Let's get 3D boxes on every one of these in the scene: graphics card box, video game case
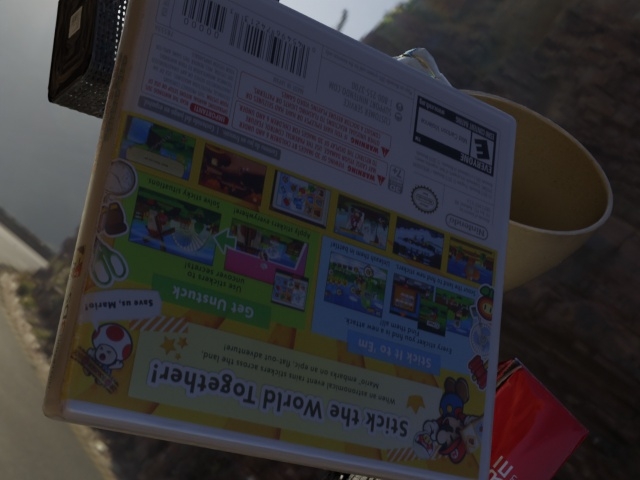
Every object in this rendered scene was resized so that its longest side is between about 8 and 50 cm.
[{"bbox_3d":[0.072,0.233,0.874,0.094,0.233,0.371,44,-16,1],"label":"graphics card box"},{"bbox_3d":[0.000,0.000,0.450,0.227,0.206,0.026,19,-20,-32],"label":"video game case"}]

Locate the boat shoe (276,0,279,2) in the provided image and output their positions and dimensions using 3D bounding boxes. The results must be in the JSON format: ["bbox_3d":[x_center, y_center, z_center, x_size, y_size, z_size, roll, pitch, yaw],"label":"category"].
[{"bbox_3d":[-0.026,-0.259,0.800,0.116,0.319,0.099,0,49,-52],"label":"boat shoe"}]

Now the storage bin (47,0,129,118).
[{"bbox_3d":[-0.274,-0.257,1.203,0.084,0.180,0.122,15,-24,-37],"label":"storage bin"}]

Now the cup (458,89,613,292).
[{"bbox_3d":[0.252,-0.045,1.502,0.331,0.331,0.237,38,-49,15],"label":"cup"}]

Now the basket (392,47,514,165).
[{"bbox_3d":[0.051,-0.069,1.112,0.255,0.201,0.289,49,-43,-2],"label":"basket"}]
